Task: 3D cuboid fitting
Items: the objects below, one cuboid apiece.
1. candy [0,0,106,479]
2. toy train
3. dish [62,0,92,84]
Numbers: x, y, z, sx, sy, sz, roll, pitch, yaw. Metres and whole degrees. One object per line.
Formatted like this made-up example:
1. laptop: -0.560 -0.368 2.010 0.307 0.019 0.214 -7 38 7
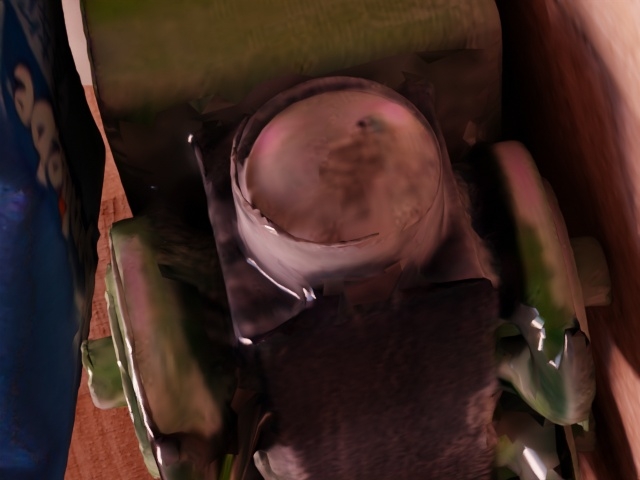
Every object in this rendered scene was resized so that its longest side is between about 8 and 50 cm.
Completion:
1. candy: -0.118 -0.028 0.697 0.331 0.077 0.187 86 178 -50
2. toy train: 0.000 0.000 0.733 0.307 0.173 0.249 80 177 -61
3. dish: -0.076 -0.180 0.828 0.256 0.117 0.256 14 -90 -76
